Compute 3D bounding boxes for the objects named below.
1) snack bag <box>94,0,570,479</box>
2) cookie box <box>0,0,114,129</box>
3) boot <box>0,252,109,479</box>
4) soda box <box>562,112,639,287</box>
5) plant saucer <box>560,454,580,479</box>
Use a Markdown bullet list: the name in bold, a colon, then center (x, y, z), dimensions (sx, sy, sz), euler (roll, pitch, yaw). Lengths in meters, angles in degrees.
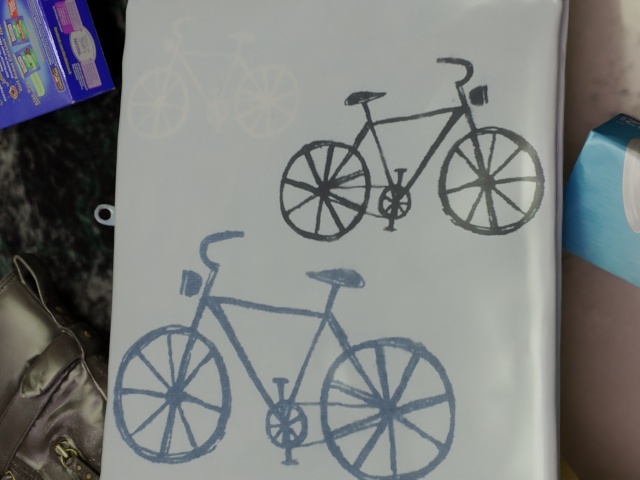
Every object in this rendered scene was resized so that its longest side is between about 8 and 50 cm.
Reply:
- **snack bag**: center (0.000, 0.000, 1.046), dimensions (0.323, 0.037, 0.342), euler (-1, 85, 33)
- **cookie box**: center (-0.191, -0.124, 1.137), dimensions (0.107, 0.040, 0.091), euler (-12, 98, 45)
- **boot**: center (-0.182, 0.168, 1.198), dimensions (0.229, 0.091, 0.263), euler (33, 103, 15)
- **soda box**: center (0.235, 0.009, 0.976), dimensions (0.210, 0.067, 0.071), euler (28, 112, 16)
- **plant saucer**: center (0.047, 0.272, 1.021), dimensions (0.333, 0.081, 0.333), euler (-39, 54, 5)
